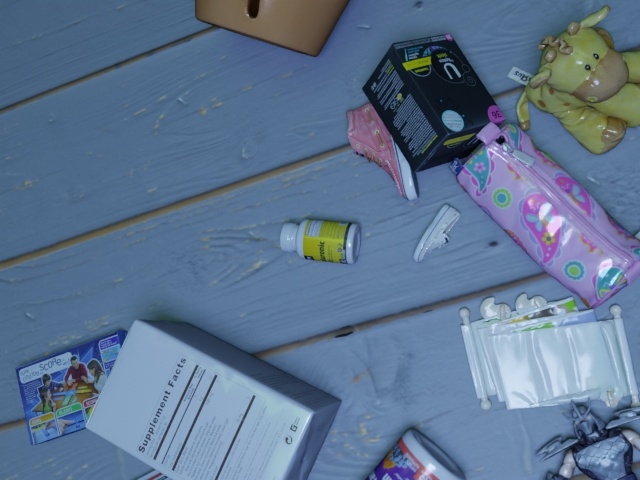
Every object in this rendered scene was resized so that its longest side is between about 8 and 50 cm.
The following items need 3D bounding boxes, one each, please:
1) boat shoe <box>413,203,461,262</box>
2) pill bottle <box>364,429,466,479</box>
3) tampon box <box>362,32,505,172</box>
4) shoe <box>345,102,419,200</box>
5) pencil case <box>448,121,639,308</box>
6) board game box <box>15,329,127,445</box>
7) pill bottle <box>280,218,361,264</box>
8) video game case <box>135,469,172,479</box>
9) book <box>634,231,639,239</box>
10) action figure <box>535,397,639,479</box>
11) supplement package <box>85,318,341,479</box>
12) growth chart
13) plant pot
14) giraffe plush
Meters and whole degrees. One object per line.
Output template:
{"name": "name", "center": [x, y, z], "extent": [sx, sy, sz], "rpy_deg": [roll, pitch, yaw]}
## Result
{"name": "boat shoe", "center": [0.178, -0.006, 1.039], "extent": [0.035, 0.035, 0.100], "rpy_deg": [32, 84, 20]}
{"name": "pill bottle", "center": [0.103, 0.371, 0.961], "extent": [0.108, 0.108, 0.193], "rpy_deg": [40, 93, 17]}
{"name": "tampon box", "center": [0.164, -0.202, 1.011], "extent": [0.120, 0.101, 0.161], "rpy_deg": [-20, 73, -32]}
{"name": "shoe", "center": [0.094, -0.135, 1.067], "extent": [0.081, 0.063, 0.178], "rpy_deg": [-18, 72, 13]}
{"name": "pencil case", "center": [0.319, -0.040, 0.962], "extent": [0.124, 0.124, 0.284], "rpy_deg": [-43, 75, 5]}
{"name": "board game box", "center": [-0.402, 0.245, 1.150], "extent": [0.201, 0.035, 0.136], "rpy_deg": [-20, 77, 11]}
{"name": "pill bottle", "center": [0.000, 0.000, 1.067], "extent": [0.116, 0.065, 0.065], "rpy_deg": [6, 83, 16]}
{"name": "video game case", "center": [-0.229, 0.505, 1.071], "extent": [0.204, 0.025, 0.285], "rpy_deg": [-29, 75, 8]}
{"name": "book", "center": [0.513, 0.024, 0.950], "extent": [0.096, 0.035, 0.144], "rpy_deg": [-41, 73, 0]}
{"name": "action figure", "center": [0.400, 0.339, 0.894], "extent": [0.185, 0.099, 0.285], "rpy_deg": [-33, 70, 25]}
{"name": "supplement package", "center": [-0.149, 0.254, 1.008], "extent": [0.293, 0.177, 0.175], "rpy_deg": [24, 89, 17]}
{"name": "growth chart", "center": [0.322, 0.160, 0.982], "extent": [0.237, 0.021, 0.172], "rpy_deg": [-5, 80, 14]}
{"name": "plant pot", "center": [-0.068, -0.407, 1.053], "extent": [0.291, 0.291, 0.203], "rpy_deg": [20, 103, 17]}
{"name": "giraffe plush", "center": [0.363, -0.234, 0.953], "extent": [0.210, 0.170, 0.181], "rpy_deg": [14, 86, 16]}
